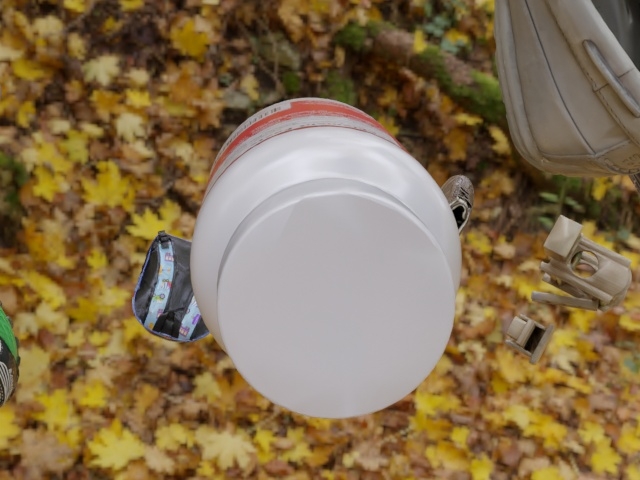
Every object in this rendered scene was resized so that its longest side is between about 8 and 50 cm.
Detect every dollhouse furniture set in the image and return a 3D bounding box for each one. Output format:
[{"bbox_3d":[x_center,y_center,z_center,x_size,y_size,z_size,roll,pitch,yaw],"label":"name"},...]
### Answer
[{"bbox_3d":[0.295,0.078,1.150,0.101,0.160,0.182,29,-1,18],"label":"dollhouse furniture set"}]

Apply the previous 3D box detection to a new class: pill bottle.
[{"bbox_3d":[0.000,0.000,0.884,0.229,0.228,0.407,4,14,-4],"label":"pill bottle"}]

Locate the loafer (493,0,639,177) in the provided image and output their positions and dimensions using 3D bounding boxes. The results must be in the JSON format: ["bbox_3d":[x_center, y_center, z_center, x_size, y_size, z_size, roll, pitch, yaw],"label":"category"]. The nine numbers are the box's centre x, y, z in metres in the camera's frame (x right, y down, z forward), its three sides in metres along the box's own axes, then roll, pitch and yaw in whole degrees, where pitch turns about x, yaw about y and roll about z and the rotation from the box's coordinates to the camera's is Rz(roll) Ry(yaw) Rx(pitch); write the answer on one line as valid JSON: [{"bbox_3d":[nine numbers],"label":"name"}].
[{"bbox_3d":[0.135,-0.191,0.508,0.112,0.319,0.111,-21,10,-31],"label":"loafer"}]

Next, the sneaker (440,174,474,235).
[{"bbox_3d":[0.219,-0.046,1.540,0.066,0.071,0.188,36,49,-10],"label":"sneaker"}]

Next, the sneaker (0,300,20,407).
[{"bbox_3d":[-0.348,0.059,0.635,0.344,0.134,0.146,34,27,-45],"label":"sneaker"}]

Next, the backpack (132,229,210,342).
[{"bbox_3d":[-0.229,0.094,1.593,0.158,0.117,0.173,18,60,-5],"label":"backpack"}]

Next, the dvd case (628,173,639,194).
[{"bbox_3d":[0.277,-0.080,0.707,0.018,0.164,0.221,-12,38,42],"label":"dvd case"}]
